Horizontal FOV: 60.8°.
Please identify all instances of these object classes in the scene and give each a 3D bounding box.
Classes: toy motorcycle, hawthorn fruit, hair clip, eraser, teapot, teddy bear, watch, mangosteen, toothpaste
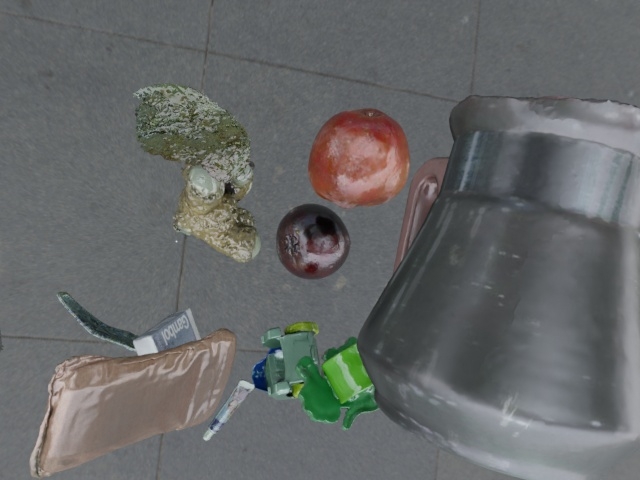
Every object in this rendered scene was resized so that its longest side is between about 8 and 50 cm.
[{"bbox_3d":[-0.095,0.366,1.545,0.200,0.326,0.191,-6,66,-9],"label":"toy motorcycle"},{"bbox_3d":[0.104,-0.205,1.425,0.285,0.284,0.284,0,90,-15],"label":"hawthorn fruit"},{"bbox_3d":[-0.468,0.182,1.173,0.229,0.066,0.036,34,105,-7],"label":"hair clip"},{"bbox_3d":[-0.330,0.220,1.198,0.046,0.212,0.091,-17,97,11],"label":"eraser"},{"bbox_3d":[0.205,0.029,0.619,0.306,0.376,0.361,15,90,-25],"label":"teapot"},{"bbox_3d":[-0.212,-0.109,1.161,0.267,0.156,0.256,64,31,-42],"label":"teddy bear"},{"bbox_3d":[0.059,0.210,0.846,0.165,0.152,0.131,-15,70,-34],"label":"watch"},{"bbox_3d":[0.000,0.000,1.659,0.262,0.236,0.235,-7,92,-47],"label":"mangosteen"},{"bbox_3d":[-0.279,0.506,1.623,0.216,0.037,0.062,-52,131,1],"label":"toothpaste"}]

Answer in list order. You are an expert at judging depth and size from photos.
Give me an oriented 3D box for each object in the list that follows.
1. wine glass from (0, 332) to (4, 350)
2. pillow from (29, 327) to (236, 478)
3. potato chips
[{"bbox_3d":[-0.427,0.064,0.650,0.066,0.066,0.197,1,127,-15],"label":"wine glass"},{"bbox_3d":[-0.173,0.156,0.541,0.211,0.034,0.135,-2,116,-51],"label":"pillow"},{"bbox_3d":[-0.182,-0.146,0.765,0.143,0.209,0.026,-22,55,2],"label":"potato chips"}]
